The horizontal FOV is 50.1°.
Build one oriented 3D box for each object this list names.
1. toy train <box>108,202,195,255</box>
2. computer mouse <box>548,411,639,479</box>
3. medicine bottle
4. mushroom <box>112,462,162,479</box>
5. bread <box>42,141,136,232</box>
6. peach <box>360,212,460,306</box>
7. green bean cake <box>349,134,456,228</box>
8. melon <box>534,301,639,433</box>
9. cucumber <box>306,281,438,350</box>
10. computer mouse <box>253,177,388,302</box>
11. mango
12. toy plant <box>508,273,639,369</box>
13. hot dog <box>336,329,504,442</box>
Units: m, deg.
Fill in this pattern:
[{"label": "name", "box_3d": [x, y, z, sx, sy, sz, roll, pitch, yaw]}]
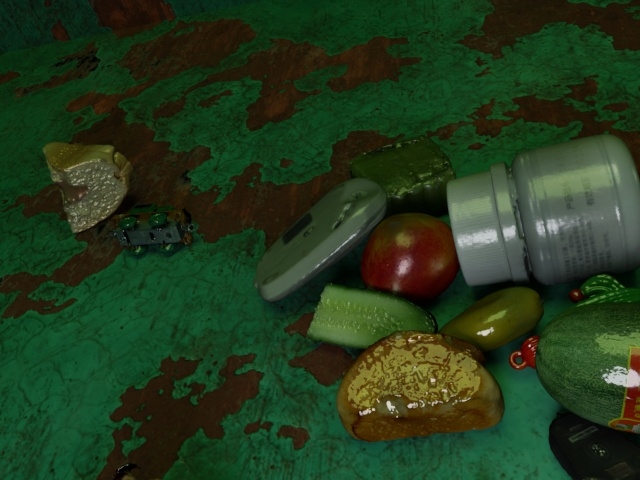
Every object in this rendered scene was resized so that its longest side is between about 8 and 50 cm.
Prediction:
[{"label": "toy train", "box_3d": [-0.397, -0.036, 1.639, 0.227, 0.091, 0.136, -5, 31, 15]}, {"label": "computer mouse", "box_3d": [0.389, 0.305, 0.966, 0.099, 0.057, 0.172, -24, 27, -6]}, {"label": "medicine bottle", "box_3d": [0.395, -0.042, 1.214, 0.306, 0.245, 0.245, -11, 39, 17]}, {"label": "mushroom", "box_3d": [-0.257, 0.477, 0.849, 0.345, 0.260, 0.345, -11, 39, 9]}, {"label": "bread", "box_3d": [-0.595, -0.177, 1.803, 0.211, 0.184, 0.224, -23, 42, -7]}, {"label": "peach", "box_3d": [0.170, 0.044, 1.300, 0.190, 0.192, 0.190, 10, 13, -2]}, {"label": "green bean cake", "box_3d": [0.182, -0.128, 1.501, 0.214, 0.113, 0.200, -20, 39, -4]}, {"label": "melon", "box_3d": [0.448, 0.177, 0.952, 0.287, 0.182, 0.182, 1, 43, 23]}, {"label": "cucumber", "box_3d": [0.100, 0.149, 1.231, 0.243, 0.063, 0.115, 9, 81, 34]}, {"label": "computer mouse", "box_3d": [0.004, 0.005, 1.383, 0.331, 0.095, 0.197, -40, 23, 12]}, {"label": "mango", "box_3d": [0.287, 0.143, 1.153, 0.191, 0.086, 0.122, -31, 7, -2]}, {"label": "toy plant", "box_3d": [0.435, 0.158, 1.095, 0.240, 0.088, 0.154, -43, 61, -11]}, {"label": "hot dog", "box_3d": [0.153, 0.222, 1.089, 0.256, 0.150, 0.153, -10, 50, 11]}]
